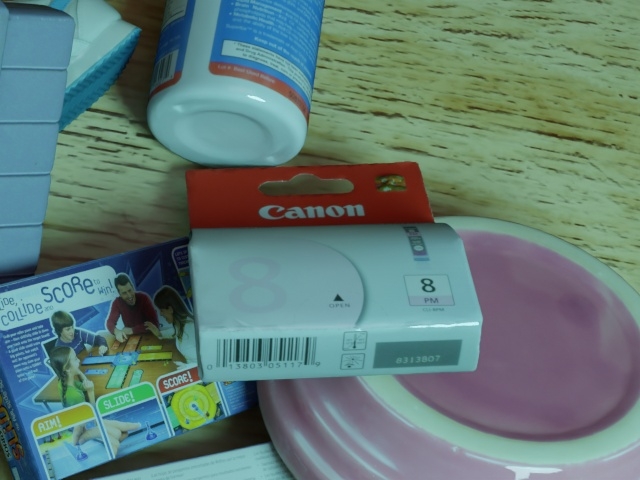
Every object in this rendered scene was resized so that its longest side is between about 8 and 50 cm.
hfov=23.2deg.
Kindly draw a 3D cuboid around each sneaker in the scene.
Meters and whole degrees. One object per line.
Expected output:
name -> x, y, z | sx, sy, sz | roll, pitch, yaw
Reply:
sneaker -> -0.236, -0.111, 1.141 | 0.092, 0.087, 0.229 | 40, 51, 6

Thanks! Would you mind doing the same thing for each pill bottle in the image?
pill bottle -> -0.059, -0.176, 1.217 | 0.124, 0.124, 0.221 | 16, 63, -17

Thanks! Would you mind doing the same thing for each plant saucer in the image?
plant saucer -> 0.122, 0.092, 1.126 | 0.332, 0.084, 0.332 | 8, 40, -7

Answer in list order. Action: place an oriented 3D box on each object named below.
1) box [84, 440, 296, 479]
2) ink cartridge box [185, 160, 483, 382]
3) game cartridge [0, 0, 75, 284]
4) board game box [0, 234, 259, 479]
box -> -0.042, 0.180, 1.104 | 0.324, 0.063, 0.067 | -9, 71, -27
ink cartridge box -> 0.000, 0.000, 1.096 | 0.189, 0.066, 0.232 | -2, 44, -7
game cartridge -> -0.322, -0.046, 0.953 | 0.355, 0.230, 0.068 | -4, 28, -42
board game box -> -0.141, 0.079, 1.081 | 0.201, 0.035, 0.136 | -15, 83, -44
